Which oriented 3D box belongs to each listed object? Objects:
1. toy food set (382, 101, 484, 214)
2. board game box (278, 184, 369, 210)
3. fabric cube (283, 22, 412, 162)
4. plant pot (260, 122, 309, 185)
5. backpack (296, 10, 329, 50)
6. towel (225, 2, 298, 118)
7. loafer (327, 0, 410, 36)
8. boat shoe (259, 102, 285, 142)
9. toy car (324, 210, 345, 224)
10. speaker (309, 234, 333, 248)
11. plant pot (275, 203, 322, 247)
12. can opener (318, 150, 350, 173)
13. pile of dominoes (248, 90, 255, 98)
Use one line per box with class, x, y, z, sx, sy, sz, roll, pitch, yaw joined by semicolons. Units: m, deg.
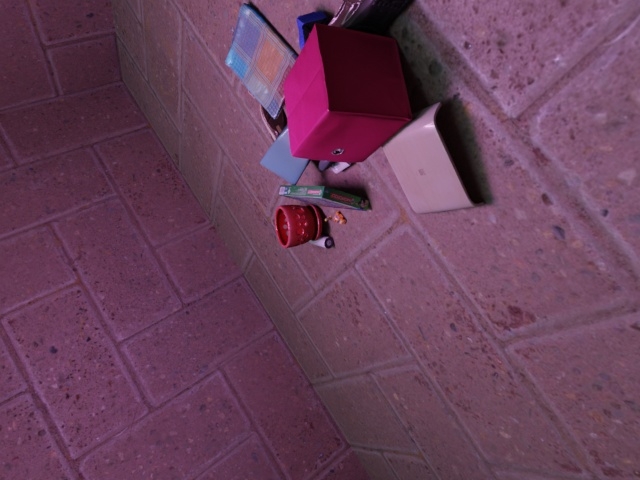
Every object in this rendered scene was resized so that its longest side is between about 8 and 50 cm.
toy food set;0.318;-0.216;1.192;0.219;0.092;0.306;-3;121;60
board game box;0.005;-0.168;1.626;0.317;0.213;0.046;12;89;56
fabric cube;0.064;-0.394;1.177;0.258;0.254;0.259;148;118;-61
plant pot;-0.092;-0.368;1.601;0.165;0.165;0.234;32;143;-8
backpack;-0.023;-0.656;1.335;0.120;0.098;0.101;81;168;-49
towel;-0.233;-0.696;1.634;0.370;0.040;0.271;51;136;16
loafer;0.119;-0.620;1.120;0.366;0.133;0.130;-23;72;53
boat shoe;-0.197;-0.490;1.784;0.095;0.095;0.258;8;121;68
toy car;0.059;-0.083;1.782;0.060;0.040;0.122;62;152;-1
speaker;0.000;0.000;1.942;0.136;0.055;0.055;15;128;53
plant pot;-0.097;-0.069;1.879;0.191;0.174;0.191;173;90;-65
can opener;0.086;-0.301;1.475;0.076;0.095;0.283;62;153;-3
pile of dominoes;-0.298;-0.721;1.793;0.196;0.040;0.251;27;137;47
